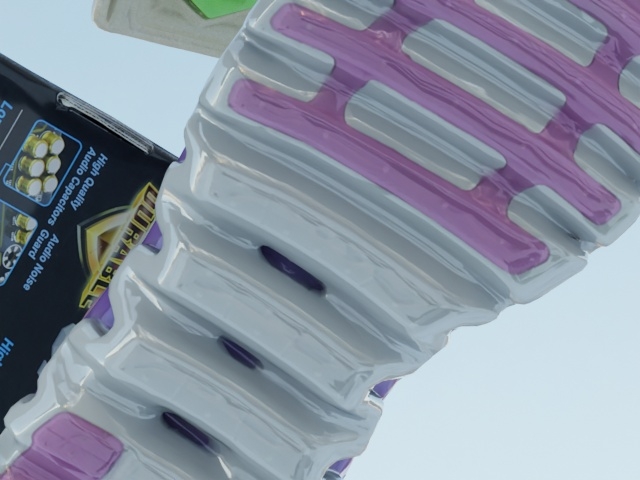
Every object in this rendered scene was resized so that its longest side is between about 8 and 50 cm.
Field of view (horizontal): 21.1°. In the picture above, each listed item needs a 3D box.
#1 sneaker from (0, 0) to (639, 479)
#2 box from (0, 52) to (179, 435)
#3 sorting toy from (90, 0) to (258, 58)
[{"bbox_3d":[0.000,0.000,0.422,0.095,0.104,0.236,37,-79,-6],"label":"sneaker"},{"bbox_3d":[-0.150,0.038,0.479,0.175,0.220,0.051,30,-4,-16],"label":"box"},{"bbox_3d":[-0.006,-0.184,0.939,0.208,0.038,0.193,10,-73,-29],"label":"sorting toy"}]
